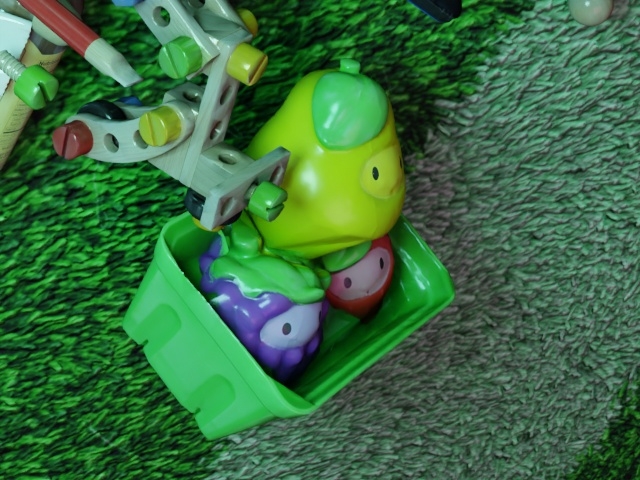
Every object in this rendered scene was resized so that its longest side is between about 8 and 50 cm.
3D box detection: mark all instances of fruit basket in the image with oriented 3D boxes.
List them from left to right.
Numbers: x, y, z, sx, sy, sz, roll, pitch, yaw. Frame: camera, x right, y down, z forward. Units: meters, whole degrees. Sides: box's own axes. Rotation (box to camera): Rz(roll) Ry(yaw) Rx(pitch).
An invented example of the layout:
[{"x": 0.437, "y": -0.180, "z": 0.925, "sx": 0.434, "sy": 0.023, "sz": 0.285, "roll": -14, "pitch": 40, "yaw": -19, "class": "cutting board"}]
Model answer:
[{"x": 0.000, "y": 0.000, "z": 1.742, "sx": 0.392, "sy": 0.283, "sz": 0.392, "roll": -37, "pitch": 176, "yaw": -3, "class": "fruit basket"}]

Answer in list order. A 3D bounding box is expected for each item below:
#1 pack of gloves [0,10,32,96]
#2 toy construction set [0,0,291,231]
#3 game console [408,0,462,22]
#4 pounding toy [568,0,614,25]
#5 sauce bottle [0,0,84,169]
[{"x": -0.354, "y": -0.263, "z": 1.445, "sx": 0.232, "sy": 0.046, "sz": 0.195, "roll": 23, "pitch": 116, "yaw": -12, "class": "pack of gloves"}, {"x": -0.129, "y": -0.131, "z": 1.501, "sx": 0.257, "sy": 0.237, "sz": 0.309, "roll": -54, "pitch": 162, "yaw": 13, "class": "toy construction set"}, {"x": 0.096, "y": -0.391, "z": 1.537, "sx": 0.173, "sy": 0.250, "sz": 0.293, "roll": -22, "pitch": 148, "yaw": 34, "class": "game console"}, {"x": 0.402, "y": -0.327, "z": 1.829, "sx": 0.236, "sy": 0.110, "sz": 0.183, "roll": -22, "pitch": 140, "yaw": -10, "class": "pounding toy"}, {"x": -0.296, "y": -0.200, "z": 1.540, "sx": 0.111, "sy": 0.111, "sz": 0.344, "roll": 9, "pitch": 125, "yaw": -37, "class": "sauce bottle"}]
